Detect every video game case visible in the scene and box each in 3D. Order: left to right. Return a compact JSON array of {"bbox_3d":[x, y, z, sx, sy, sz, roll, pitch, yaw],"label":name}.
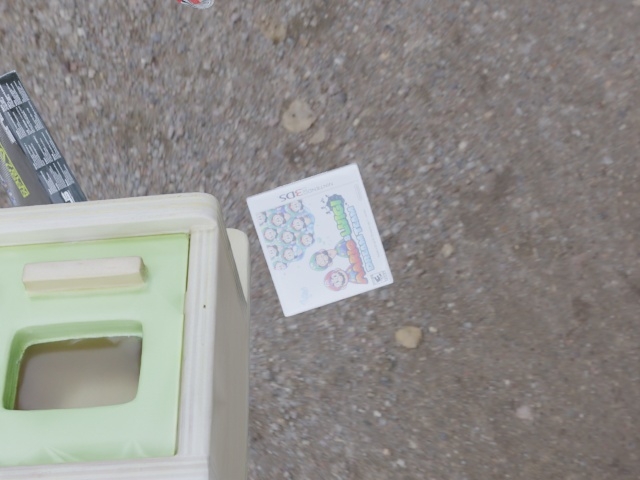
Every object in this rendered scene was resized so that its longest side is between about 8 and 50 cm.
[{"bbox_3d":[0.000,0.000,1.250,0.143,0.019,0.157,-18,99,0],"label":"video game case"}]

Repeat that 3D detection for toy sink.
[{"bbox_3d":[-0.123,0.058,0.579,0.152,0.131,0.234,-3,53,4],"label":"toy sink"}]

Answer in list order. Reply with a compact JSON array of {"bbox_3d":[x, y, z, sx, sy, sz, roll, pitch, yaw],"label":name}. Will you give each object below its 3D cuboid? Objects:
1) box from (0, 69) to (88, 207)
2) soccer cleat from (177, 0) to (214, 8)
[{"bbox_3d":[-0.358,-0.094,1.228,0.045,0.184,0.191,-31,99,-24],"label":"box"},{"bbox_3d":[-0.116,-0.237,0.972,0.035,0.083,0.029,16,91,-24],"label":"soccer cleat"}]
